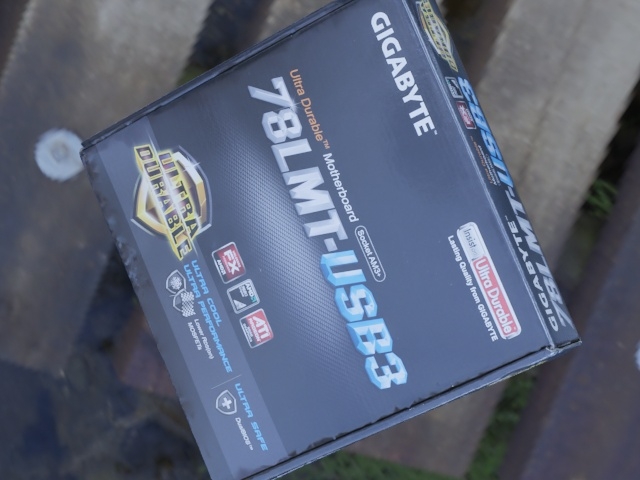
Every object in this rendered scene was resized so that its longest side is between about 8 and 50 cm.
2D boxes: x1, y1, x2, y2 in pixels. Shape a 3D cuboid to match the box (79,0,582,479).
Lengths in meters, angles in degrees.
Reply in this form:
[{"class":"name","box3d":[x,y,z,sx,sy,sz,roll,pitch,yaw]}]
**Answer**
[{"class":"box","box3d":[0.000,0.000,1.250,0.293,0.073,0.296,-26,82,26]}]
